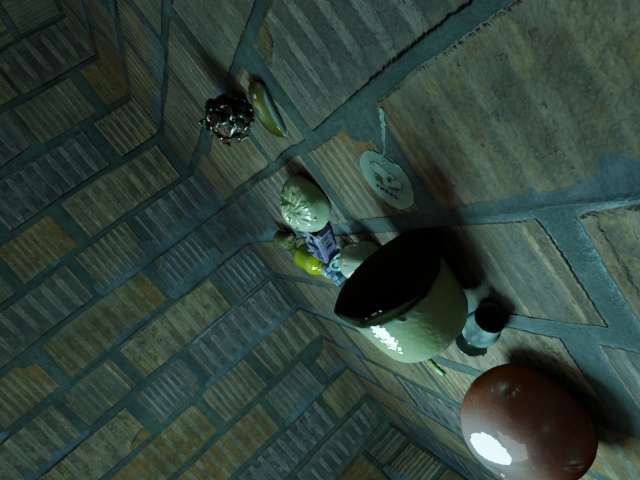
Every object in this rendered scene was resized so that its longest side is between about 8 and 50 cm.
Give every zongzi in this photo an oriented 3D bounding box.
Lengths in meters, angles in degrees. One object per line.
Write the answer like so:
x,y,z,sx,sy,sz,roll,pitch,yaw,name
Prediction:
-0.145,0.026,2.214,0.176,0.078,0.160,47,166,-28,zongzi

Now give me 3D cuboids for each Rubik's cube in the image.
0.084,0.121,1.805,0.092,0.092,0.092,48,163,4,Rubik's cube

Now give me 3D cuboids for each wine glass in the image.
0.436,0.248,1.186,0.103,0.103,0.222,42,163,23,wine glass

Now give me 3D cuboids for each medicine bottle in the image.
-0.014,0.098,1.950,0.212,0.122,0.122,30,154,47,medicine bottle

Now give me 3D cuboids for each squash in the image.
0.482,0.532,1.810,0.089,0.027,0.027,44,162,23,squash

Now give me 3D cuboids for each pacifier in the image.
0.084,0.057,1.668,0.150,0.127,0.116,69,179,-64,pacifier

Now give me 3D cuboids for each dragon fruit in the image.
-0.324,-0.425,1.535,0.188,0.182,0.182,47,165,39,dragon fruit

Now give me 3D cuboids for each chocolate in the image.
0.250,0.169,1.170,0.297,0.314,0.326,43,161,-10,chocolate

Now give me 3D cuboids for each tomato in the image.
0.553,0.514,1.168,0.341,0.273,0.341,44,163,18,tomato

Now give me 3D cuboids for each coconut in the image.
0.139,0.074,1.483,0.147,0.147,0.153,50,170,-4,coconut

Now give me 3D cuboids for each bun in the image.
-0.071,-0.124,1.589,0.229,0.145,0.229,46,166,15,bun

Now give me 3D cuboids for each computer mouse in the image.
-0.172,-0.410,1.388,0.102,0.045,0.199,27,153,45,computer mouse

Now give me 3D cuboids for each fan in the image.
0.159,-0.195,1.083,0.191,0.009,0.329,40,161,30,fan

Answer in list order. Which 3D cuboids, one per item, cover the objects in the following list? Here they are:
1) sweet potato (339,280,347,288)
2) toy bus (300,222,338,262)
0.122,0.198,1.913,0.314,0.072,0.066,29,168,44,sweet potato
0.000,0.000,1.751,0.108,0.096,0.199,33,159,33,toy bus
